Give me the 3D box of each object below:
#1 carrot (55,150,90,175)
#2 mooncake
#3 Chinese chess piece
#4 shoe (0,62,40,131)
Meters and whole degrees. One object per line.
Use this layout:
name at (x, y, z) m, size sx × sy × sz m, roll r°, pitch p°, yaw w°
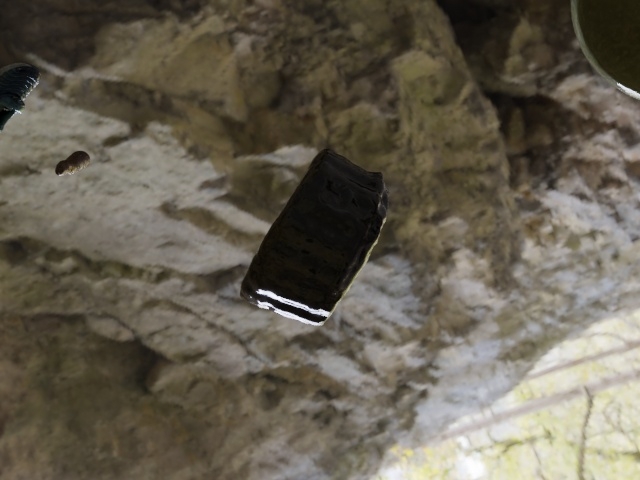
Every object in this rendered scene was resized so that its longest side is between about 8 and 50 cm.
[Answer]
carrot at (-0.460, -0.138, 1.693) m, size 0.165 × 0.036 × 0.035 m, roll -81°, pitch -31°, yaw -74°
mooncake at (0.000, 0.000, 1.171) m, size 0.124 × 0.228 × 0.228 m, roll 28°, pitch -178°, yaw 0°
Chinese chess piece at (0.377, -0.253, 0.940) m, size 0.237 × 0.238 × 0.092 m, roll 68°, pitch -153°, yaw -7°
shoe at (-0.511, -0.230, 1.497) m, size 0.071 × 0.143 × 0.064 m, roll 45°, pitch 178°, yaw 23°
